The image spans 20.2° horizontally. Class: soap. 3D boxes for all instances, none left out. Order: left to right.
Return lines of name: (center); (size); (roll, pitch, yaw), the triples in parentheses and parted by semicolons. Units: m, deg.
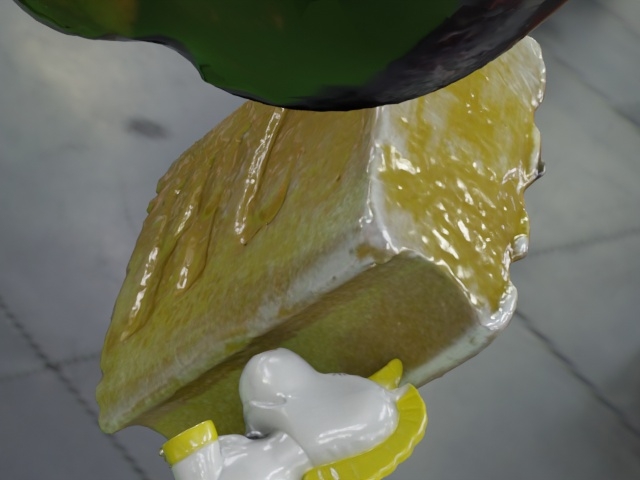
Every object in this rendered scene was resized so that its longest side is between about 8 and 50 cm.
soap: (0.000, 0.000, 1.319); (0.156, 0.335, 0.293); (37, 45, -21)

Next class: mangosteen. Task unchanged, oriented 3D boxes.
mangosteen: (-0.019, -0.187, 0.693); (0.287, 0.287, 0.233); (19, 65, -19)

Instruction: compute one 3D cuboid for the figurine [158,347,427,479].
figurine: (-0.015, 0.133, 1.155); (0.129, 0.109, 0.178); (25, 55, 40)
